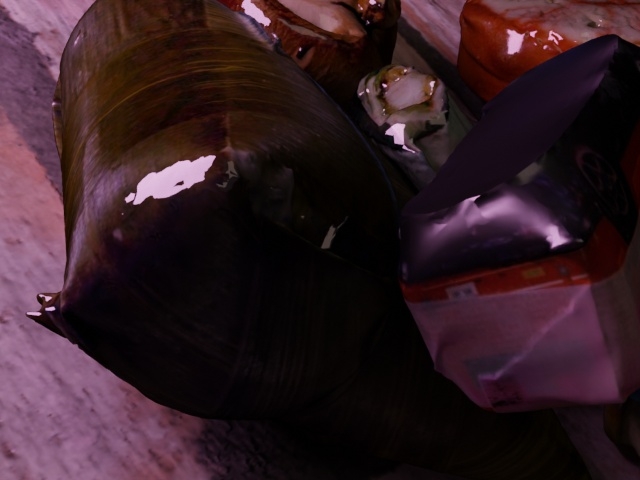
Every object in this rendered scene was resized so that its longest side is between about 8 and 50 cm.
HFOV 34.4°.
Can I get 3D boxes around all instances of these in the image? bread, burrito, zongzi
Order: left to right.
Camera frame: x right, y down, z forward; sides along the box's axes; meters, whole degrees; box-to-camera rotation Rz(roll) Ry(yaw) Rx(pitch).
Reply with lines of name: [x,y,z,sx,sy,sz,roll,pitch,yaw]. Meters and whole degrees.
zongzi: [0.000,0.000,0.788,0.432,0.208,0.403,30,21,-32]
burrito: [0.113,-0.027,0.811,0.229,0.089,0.144,54,3,-28]
bread: [0.299,-0.218,1.088,0.295,0.114,0.327,14,32,18]

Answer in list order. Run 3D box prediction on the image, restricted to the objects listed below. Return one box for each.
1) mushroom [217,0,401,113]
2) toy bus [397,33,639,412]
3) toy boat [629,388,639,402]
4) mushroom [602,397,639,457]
mushroom: [-0.022,-0.198,0.981,0.194,0.138,0.231,18,30,11]
toy bus: [0.157,-0.020,0.667,0.147,0.127,0.302,64,32,-15]
toy boat: [0.318,0.037,0.817,0.215,0.123,0.330,20,19,35]
mushroom: [0.333,0.225,0.749,0.107,0.087,0.333,-17,57,-25]
